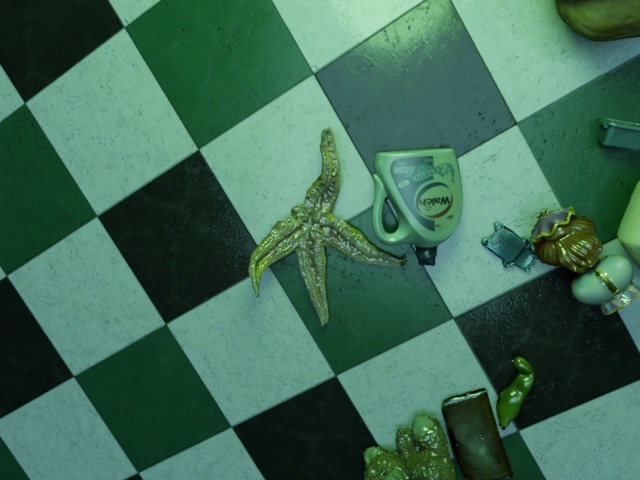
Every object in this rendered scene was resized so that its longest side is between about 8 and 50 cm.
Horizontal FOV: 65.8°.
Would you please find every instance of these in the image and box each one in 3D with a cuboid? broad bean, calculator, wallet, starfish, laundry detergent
[{"bbox_3d":[0.493,0.396,1.262,0.070,0.048,0.214,10,104,0],"label":"broad bean"},{"bbox_3d":[0.467,0.019,1.208,0.141,0.019,0.094,36,104,-1],"label":"calculator"},{"bbox_3d":[0.408,0.522,1.310,0.137,0.031,0.255,-17,98,12],"label":"wallet"},{"bbox_3d":[-0.004,-0.001,1.221,0.398,0.132,0.384,-43,102,-2],"label":"starfish"},{"bbox_3d":[0.228,-0.074,1.176,0.214,0.105,0.281,-4,102,-3],"label":"laundry detergent"}]

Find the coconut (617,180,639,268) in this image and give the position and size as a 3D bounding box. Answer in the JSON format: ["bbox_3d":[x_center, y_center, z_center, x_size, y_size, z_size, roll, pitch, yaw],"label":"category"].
[{"bbox_3d":[0.773,-0.018,1.047,0.237,0.237,0.266,17,97,5],"label":"coconut"}]

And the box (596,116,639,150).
[{"bbox_3d":[0.671,-0.236,1.102,0.099,0.074,0.054,12,117,6],"label":"box"}]

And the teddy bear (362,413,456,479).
[{"bbox_3d":[0.230,0.617,1.294,0.256,0.156,0.267,-17,59,11],"label":"teddy bear"}]

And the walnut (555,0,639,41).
[{"bbox_3d":[0.603,-0.571,0.919,0.380,0.381,0.382,2,101,8],"label":"walnut"}]

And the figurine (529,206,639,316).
[{"bbox_3d":[0.585,0.035,1.112,0.142,0.189,0.263,-40,77,10],"label":"figurine"}]
